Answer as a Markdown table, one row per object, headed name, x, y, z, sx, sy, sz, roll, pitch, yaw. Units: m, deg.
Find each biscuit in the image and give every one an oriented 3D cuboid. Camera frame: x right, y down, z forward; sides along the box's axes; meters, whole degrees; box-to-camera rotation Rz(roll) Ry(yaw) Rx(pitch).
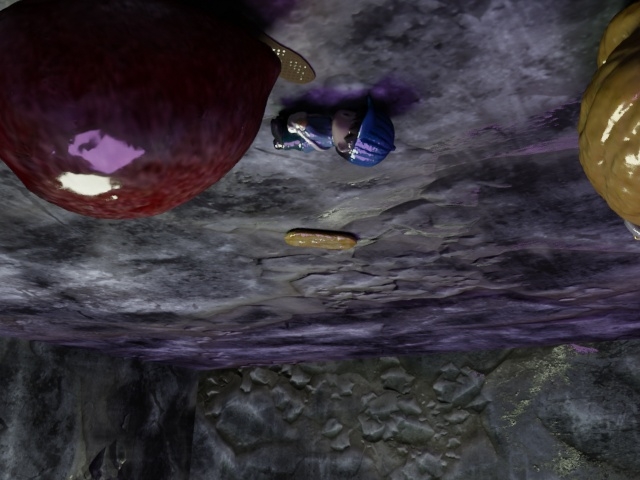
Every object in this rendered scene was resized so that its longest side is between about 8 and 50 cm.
| name | x | y | z | sx | sy | sz | roll | pitch | yaw |
| --- | --- | --- | --- | --- | --- | --- | --- | --- | --- |
| biscuit | 0.000 | 0.000 | 1.110 | 0.147 | 0.018 | 0.071 | 6 | 160 | -10 |

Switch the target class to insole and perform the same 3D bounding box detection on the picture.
| name | x | y | z | sx | sy | sz | roll | pitch | yaw |
| --- | --- | --- | --- | --- | --- | --- | --- | --- | --- |
| insole | -0.055 | -0.202 | 0.597 | 0.045 | 0.002 | 0.135 | -14 | 154 | 35 |

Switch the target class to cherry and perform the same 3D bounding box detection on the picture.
| name | x | y | z | sx | sy | sz | roll | pitch | yaw |
| --- | --- | --- | --- | --- | --- | --- | --- | --- | --- |
| cherry | -0.182 | -0.128 | 0.533 | 0.301 | 0.202 | 0.230 | -14 | 157 | 1 |

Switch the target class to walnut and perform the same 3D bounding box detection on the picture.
| name | x | y | z | sx | sy | sz | roll | pitch | yaw |
| --- | --- | --- | --- | --- | --- | --- | --- | --- | --- |
| walnut | 0.353 | -0.121 | 0.506 | 0.225 | 0.257 | 0.257 | -37 | 151 | 7 |

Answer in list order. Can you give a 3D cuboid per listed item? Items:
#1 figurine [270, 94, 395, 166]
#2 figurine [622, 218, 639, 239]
| name | x | y | z | sx | sy | sz | roll | pitch | yaw |
| --- | --- | --- | --- | --- | --- | --- | --- | --- | --- |
| figurine | 0.016 | -0.131 | 0.686 | 0.149 | 0.087 | 0.086 | -2 | -163 | 12 |
| figurine | 0.540 | -0.045 | 0.815 | 0.184 | 0.128 | 0.208 | -5 | 163 | 23 |
